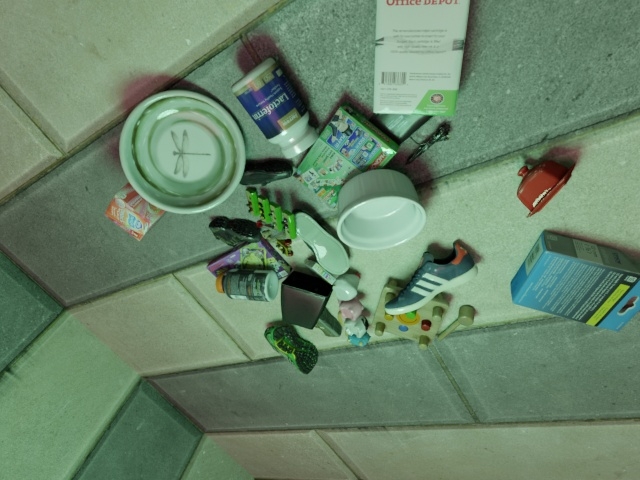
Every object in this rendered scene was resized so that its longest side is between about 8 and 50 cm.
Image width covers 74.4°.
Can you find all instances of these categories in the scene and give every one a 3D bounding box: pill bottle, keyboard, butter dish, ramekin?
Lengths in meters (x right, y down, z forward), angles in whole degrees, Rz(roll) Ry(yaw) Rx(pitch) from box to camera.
[{"bbox_3d":[-0.308,0.182,1.747,0.246,0.130,0.130,2,128,19],"label":"pill bottle"},{"bbox_3d":[-0.128,-0.387,1.259,0.153,0.153,0.264,-21,119,33],"label":"pill bottle"},{"bbox_3d":[0.253,-0.325,1.250,0.201,0.033,0.317,44,130,-10],"label":"keyboard"},{"bbox_3d":[0.611,-0.166,1.187,0.118,0.160,0.160,40,133,16],"label":"butter dish"},{"bbox_3d":[0.182,-0.098,1.333,0.277,0.135,0.277,-5,146,-3],"label":"ramekin"}]

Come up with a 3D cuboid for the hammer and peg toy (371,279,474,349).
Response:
[{"bbox_3d":[0.395,0.315,1.653,0.361,0.127,0.266,16,131,7],"label":"hammer and peg toy"}]

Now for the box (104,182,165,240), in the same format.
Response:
[{"bbox_3d":[-0.597,-0.164,1.513,0.154,0.300,0.142,41,134,-14],"label":"box"}]

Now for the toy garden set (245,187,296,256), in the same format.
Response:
[{"bbox_3d":[-0.189,-0.056,1.548,0.244,0.049,0.203,31,142,33],"label":"toy garden set"}]

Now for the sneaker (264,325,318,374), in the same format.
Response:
[{"bbox_3d":[-0.136,0.517,2.040,0.146,0.134,0.343,3,138,51],"label":"sneaker"}]

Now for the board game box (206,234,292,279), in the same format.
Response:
[{"bbox_3d":[-0.310,0.119,1.812,0.347,0.056,0.208,-25,120,34],"label":"board game box"}]

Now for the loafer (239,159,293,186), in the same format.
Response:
[{"bbox_3d":[-0.195,-0.229,1.471,0.223,0.076,0.078,-1,141,20],"label":"loafer"}]

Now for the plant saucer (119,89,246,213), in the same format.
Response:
[{"bbox_3d":[-0.453,-0.293,1.422,0.401,0.100,0.400,-2,103,-8],"label":"plant saucer"}]

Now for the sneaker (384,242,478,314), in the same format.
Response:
[{"bbox_3d":[0.360,0.127,1.476,0.350,0.131,0.148,-31,95,6],"label":"sneaker"}]

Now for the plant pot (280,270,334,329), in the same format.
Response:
[{"bbox_3d":[-0.061,0.244,1.691,0.187,0.188,0.167,16,105,8],"label":"plant pot"}]

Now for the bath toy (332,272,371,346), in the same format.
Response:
[{"bbox_3d":[0.128,0.268,1.719,0.151,0.129,0.348,15,134,34],"label":"bath toy"}]

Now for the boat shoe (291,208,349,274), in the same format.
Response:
[{"bbox_3d":[0.000,0.000,1.573,0.114,0.091,0.302,-35,111,6],"label":"boat shoe"}]

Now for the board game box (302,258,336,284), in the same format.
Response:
[{"bbox_3d":[-0.006,0.120,1.647,0.103,0.026,0.154,41,173,-14],"label":"board game box"}]

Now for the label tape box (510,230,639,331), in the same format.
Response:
[{"bbox_3d":[0.836,0.135,1.356,0.348,0.115,0.249,14,132,6],"label":"label tape box"}]

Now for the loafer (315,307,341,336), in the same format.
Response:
[{"bbox_3d":[-0.007,0.346,1.851,0.087,0.094,0.251,-25,116,30],"label":"loafer"}]

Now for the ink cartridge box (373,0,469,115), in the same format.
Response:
[{"bbox_3d":[0.247,-0.472,1.051,0.211,0.121,0.289,7,123,14],"label":"ink cartridge box"}]

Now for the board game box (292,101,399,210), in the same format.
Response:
[{"bbox_3d":[0.071,-0.250,1.342,0.213,0.046,0.317,38,135,-6],"label":"board game box"}]

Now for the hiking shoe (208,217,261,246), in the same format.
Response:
[{"bbox_3d":[-0.332,-0.023,1.692,0.227,0.086,0.114,15,143,18],"label":"hiking shoe"}]
